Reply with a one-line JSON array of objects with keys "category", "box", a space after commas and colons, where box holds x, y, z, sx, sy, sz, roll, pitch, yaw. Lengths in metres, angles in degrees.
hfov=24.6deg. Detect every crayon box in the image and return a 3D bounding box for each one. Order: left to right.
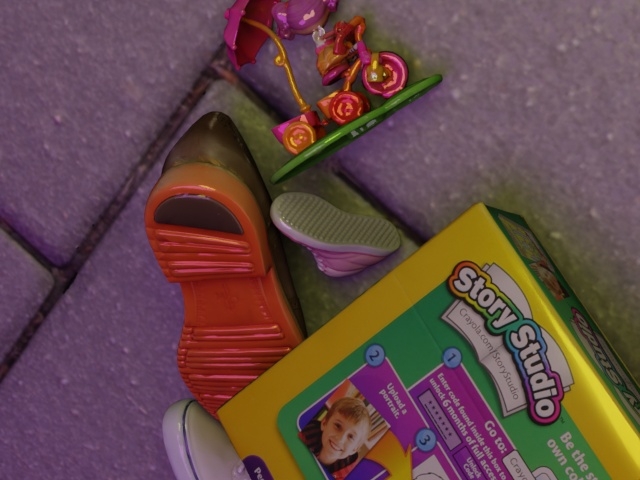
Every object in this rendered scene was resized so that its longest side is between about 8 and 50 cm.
[{"category": "crayon box", "box": [0.127, 0.205, 1.229, 0.313, 0.106, 0.363, -39, 66, 18]}]

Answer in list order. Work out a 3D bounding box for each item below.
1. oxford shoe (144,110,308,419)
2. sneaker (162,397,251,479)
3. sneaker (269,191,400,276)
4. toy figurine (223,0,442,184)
[{"category": "oxford shoe", "box": [-0.069, 0.042, 1.383, 0.130, 0.132, 0.363, 2, 134, 9]}, {"category": "sneaker", "box": [-0.063, 0.259, 1.504, 0.091, 0.094, 0.258, -22, 113, 29]}, {"category": "sneaker", "box": [0.000, 0.000, 1.327, 0.134, 0.051, 0.070, 14, 146, -32]}, {"category": "toy figurine", "box": [-0.008, -0.159, 1.257, 0.173, 0.130, 0.159, -31, 89, 13]}]
